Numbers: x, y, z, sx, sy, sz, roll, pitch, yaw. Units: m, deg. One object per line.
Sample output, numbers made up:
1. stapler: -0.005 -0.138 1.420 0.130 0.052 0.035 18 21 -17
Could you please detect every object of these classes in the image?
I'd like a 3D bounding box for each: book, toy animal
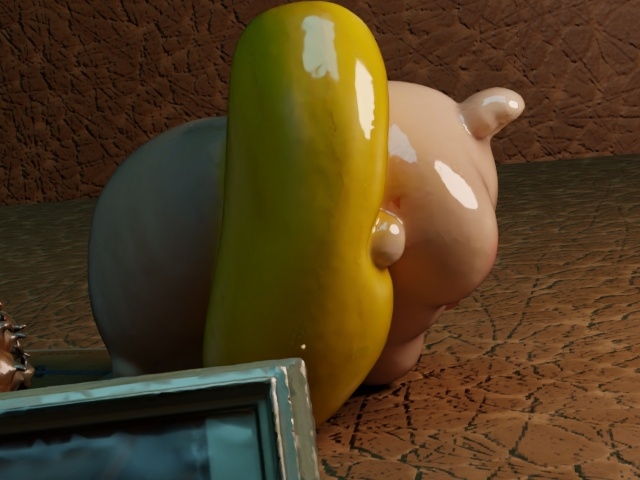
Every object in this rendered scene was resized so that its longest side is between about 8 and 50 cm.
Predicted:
1. book: -0.239 0.116 1.279 0.170 0.018 0.241 -3 9 17
2. toy animal: 0.003 0.021 1.187 0.246 0.278 0.345 9 -36 -39

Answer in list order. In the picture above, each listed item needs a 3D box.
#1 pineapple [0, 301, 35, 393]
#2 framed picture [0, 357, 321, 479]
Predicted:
1. pineapple: -0.260 0.091 1.026 0.166 0.166 0.193 -7 18 -13
2. framed picture: -0.127 0.142 0.484 0.273 0.216 0.016 -7 -30 -3
